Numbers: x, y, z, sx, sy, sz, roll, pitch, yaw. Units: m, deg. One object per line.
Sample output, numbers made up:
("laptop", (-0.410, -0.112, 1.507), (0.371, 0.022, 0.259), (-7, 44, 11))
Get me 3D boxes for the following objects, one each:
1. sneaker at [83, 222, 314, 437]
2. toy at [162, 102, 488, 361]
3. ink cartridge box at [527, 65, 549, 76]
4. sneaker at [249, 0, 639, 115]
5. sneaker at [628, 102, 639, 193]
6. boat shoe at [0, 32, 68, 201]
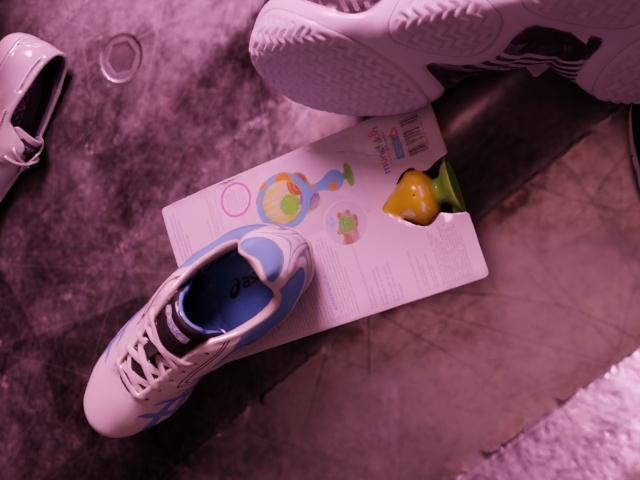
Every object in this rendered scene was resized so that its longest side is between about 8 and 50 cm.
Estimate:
("sneaker", (-0.105, 0.069, 0.511), (0.237, 0.086, 0.085), (-42, 75, 20))
("toy", (0.000, 0.000, 0.539), (0.237, 0.056, 0.137), (-21, 79, 24))
("ink cartridge box", (0.174, -0.164, 0.500), (0.083, 0.028, 0.048), (-39, 75, 15))
("sneaker", (0.132, -0.201, 0.428), (0.365, 0.137, 0.210), (0, 71, 26))
("sneaker", (0.276, 0.009, 0.404), (0.107, 0.124, 0.284), (-25, 79, 16))
("boat shoe", (-0.287, -0.099, 0.649), (0.063, 0.066, 0.184), (22, 85, 20))
